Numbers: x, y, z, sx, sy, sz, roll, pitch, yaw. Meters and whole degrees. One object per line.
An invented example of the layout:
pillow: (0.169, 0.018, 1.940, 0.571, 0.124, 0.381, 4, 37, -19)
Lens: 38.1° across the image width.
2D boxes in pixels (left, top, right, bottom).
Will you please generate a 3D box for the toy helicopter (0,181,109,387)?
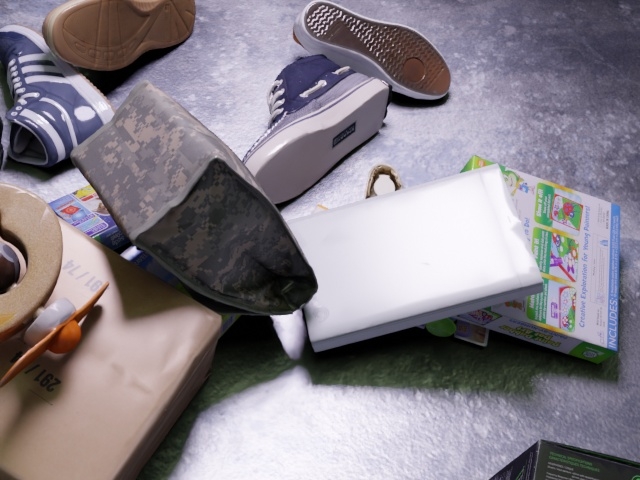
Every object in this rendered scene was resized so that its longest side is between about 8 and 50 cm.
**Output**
toy helicopter: (-0.357, 0.104, 0.940, 0.235, 0.140, 0.355, 19, 63, -15)

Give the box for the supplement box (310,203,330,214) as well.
supplement box: (0.000, 0.000, 1.359, 0.062, 0.036, 0.098, 25, 52, 12)

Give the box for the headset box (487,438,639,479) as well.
headset box: (0.305, 0.333, 0.990, 0.246, 0.283, 0.131, 14, 66, 4)

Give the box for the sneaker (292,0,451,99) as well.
sneaker: (0.087, -0.325, 1.603, 0.290, 0.123, 0.106, 24, 80, -15)

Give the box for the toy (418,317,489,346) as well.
toy: (0.195, 0.034, 1.352, 0.137, 0.056, 0.237, 16, 50, 2)

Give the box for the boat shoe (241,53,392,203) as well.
boat shoe: (-0.045, -0.183, 1.461, 0.158, 0.127, 0.340, 32, 45, 25)

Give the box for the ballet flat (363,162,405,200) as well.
ballet flat: (0.086, -0.015, 1.358, 0.086, 0.086, 0.248, 9, 51, -2)

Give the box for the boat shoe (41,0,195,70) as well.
boat shoe: (-0.343, -0.357, 1.517, 0.110, 0.121, 0.341, 19, 24, 22)

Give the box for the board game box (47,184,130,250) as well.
board game box: (-0.273, -0.056, 1.334, 0.201, 0.035, 0.136, -29, 39, -27)

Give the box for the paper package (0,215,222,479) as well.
paper package: (-0.321, 0.150, 1.078, 0.325, 0.168, 0.309, 29, 52, 5)

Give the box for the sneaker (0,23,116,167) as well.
sneaker: (-0.455, -0.223, 1.430, 0.282, 0.099, 0.153, 40, 54, 19)

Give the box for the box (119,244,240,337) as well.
box: (-0.183, 0.052, 1.284, 0.178, 0.042, 0.109, 31, 52, 17)

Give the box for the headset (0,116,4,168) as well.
headset: (-0.566, -0.094, 1.292, 0.243, 0.185, 0.394, -1, 40, -29)

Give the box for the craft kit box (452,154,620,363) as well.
craft kit box: (0.307, 0.025, 1.326, 0.247, 0.061, 0.250, 20, 58, -11)

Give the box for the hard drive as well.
hard drive: (0.120, 0.020, 1.253, 0.307, 0.040, 0.203, -15, 55, 3)

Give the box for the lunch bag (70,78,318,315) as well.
lunch bag: (-0.145, -0.031, 1.181, 0.169, 0.287, 0.235, -46, 45, 1)
